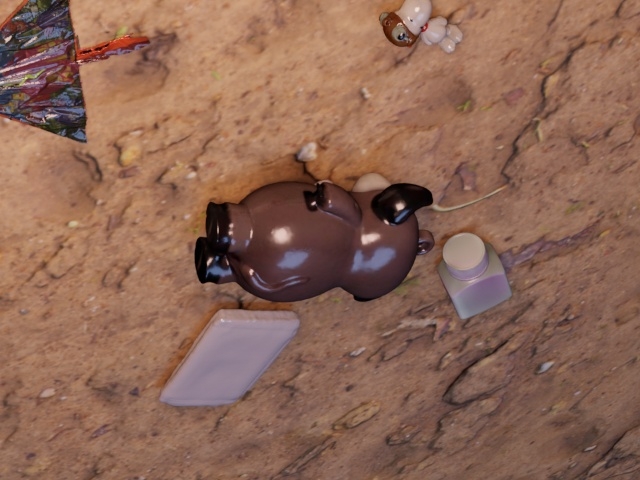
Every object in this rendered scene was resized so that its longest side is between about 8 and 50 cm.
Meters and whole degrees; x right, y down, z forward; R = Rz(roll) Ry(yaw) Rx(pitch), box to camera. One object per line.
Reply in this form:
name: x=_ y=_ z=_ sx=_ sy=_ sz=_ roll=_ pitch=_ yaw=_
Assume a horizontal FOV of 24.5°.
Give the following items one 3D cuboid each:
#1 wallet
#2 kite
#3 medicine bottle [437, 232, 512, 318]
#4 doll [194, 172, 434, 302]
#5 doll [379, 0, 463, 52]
wallet: x=-0.110 y=0.139 z=1.762 sx=0.124 sy=0.032 sz=0.183 roll=2 pitch=142 yaw=-35
kite: x=-0.238 y=-0.152 z=1.270 sx=0.189 sy=0.009 sz=0.232 roll=-16 pitch=147 yaw=-11
medicine bottle: x=0.182 y=0.040 z=1.777 sx=0.074 sy=0.055 sz=0.118 roll=-25 pitch=149 yaw=4
doll: x=-0.001 y=0.002 z=1.547 sx=0.257 sy=0.117 sz=0.182 roll=-7 pitch=146 yaw=-24
doll: x=0.093 y=-0.199 z=1.389 sx=0.058 sy=0.040 sz=0.085 roll=-40 pitch=145 yaw=7
